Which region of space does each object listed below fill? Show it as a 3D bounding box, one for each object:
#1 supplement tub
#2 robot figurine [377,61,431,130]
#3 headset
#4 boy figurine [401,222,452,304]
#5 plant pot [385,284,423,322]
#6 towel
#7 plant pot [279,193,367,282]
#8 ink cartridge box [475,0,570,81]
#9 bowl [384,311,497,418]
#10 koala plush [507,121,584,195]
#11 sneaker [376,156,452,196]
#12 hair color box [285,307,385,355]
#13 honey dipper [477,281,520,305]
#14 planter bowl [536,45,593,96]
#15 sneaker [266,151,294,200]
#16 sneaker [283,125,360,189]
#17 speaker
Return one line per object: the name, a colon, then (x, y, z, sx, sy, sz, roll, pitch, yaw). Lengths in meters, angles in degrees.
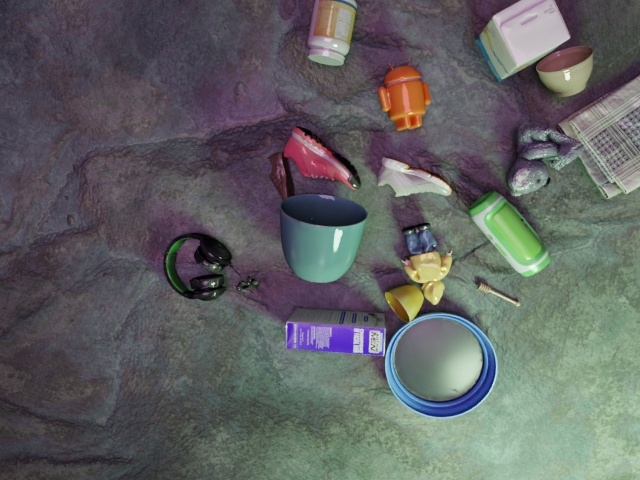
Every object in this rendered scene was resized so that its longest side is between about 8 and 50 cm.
supplement tub: (0.035, -0.701, 1.571, 0.145, 0.144, 0.199, 11, 99, 5)
robot figurine: (0.283, -0.484, 1.579, 0.158, 0.128, 0.219, -8, 97, 19)
headset: (-0.411, 0.114, 1.712, 0.395, 0.185, 0.243, 14, 99, 16)
boy figurine: (0.381, 0.081, 1.658, 0.178, 0.092, 0.284, -18, 96, 9)
plant pot: (0.308, 0.210, 1.675, 0.095, 0.134, 0.134, -35, 92, -14)
towel: (0.992, -0.337, 1.528, 0.324, 0.056, 0.312, -33, 86, 8)
plant pot: (0.000, 0.000, 1.607, 0.293, 0.293, 0.235, 9, 115, 6)
ink cartridge box: (0.619, -0.627, 1.463, 0.171, 0.233, 0.168, -28, 93, 10)
bowl: (0.428, 0.443, 1.707, 0.392, 0.077, 0.390, 1, 97, 7)
koala plush: (0.690, -0.248, 1.538, 0.203, 0.196, 0.221, 32, 101, 14)
sneaker: (0.320, -0.195, 1.636, 0.263, 0.099, 0.120, 24, 107, 11)
hair color box: (0.060, 0.321, 1.681, 0.339, 0.185, 0.109, 1, 98, 7)
honey dipper: (0.635, 0.193, 1.674, 0.161, 0.030, 0.030, 24, 100, 0)
planter bowl: (0.787, -0.529, 1.507, 0.162, 0.162, 0.109, -24, 121, 9)
sneaker: (-0.145, -0.221, 1.706, 0.071, 0.066, 0.188, -8, 91, 25)
sneaker: (0.004, -0.262, 1.664, 0.314, 0.116, 0.136, 41, 110, 7)
speaker: (0.638, -0.025, 1.595, 0.131, 0.131, 0.296, -40, 91, 10)
